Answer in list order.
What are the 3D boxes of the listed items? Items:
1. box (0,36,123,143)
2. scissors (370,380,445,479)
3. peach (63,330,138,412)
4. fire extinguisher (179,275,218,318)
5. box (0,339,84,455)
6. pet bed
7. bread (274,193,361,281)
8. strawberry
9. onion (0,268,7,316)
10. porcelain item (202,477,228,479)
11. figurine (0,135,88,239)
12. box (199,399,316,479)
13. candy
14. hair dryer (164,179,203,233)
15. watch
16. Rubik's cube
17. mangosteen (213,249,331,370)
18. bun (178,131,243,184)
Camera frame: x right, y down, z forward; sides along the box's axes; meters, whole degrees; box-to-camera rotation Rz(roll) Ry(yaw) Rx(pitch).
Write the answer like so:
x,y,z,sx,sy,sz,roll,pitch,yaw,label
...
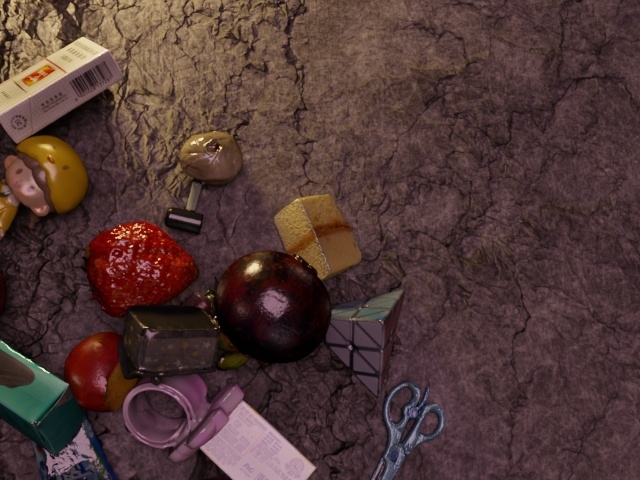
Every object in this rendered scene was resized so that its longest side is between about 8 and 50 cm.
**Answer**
x,y,z,sx,sy,sz,roll,pitch,yaw,label
-0.715,-0.406,1.840,0.330,0.210,0.095,-38,131,-16,box
0.199,0.566,1.861,0.180,0.032,0.393,33,73,-1,scissors
-0.526,0.324,1.696,0.190,0.190,0.192,-32,48,-16,peach
-0.353,0.214,1.807,0.105,0.105,0.269,45,73,3,fire extinguisher
-0.715,0.344,1.610,0.311,0.205,0.118,28,58,15,box
-0.357,0.255,1.641,0.211,0.183,0.159,4,104,-33,pet bed
0.000,0.000,1.968,0.178,0.135,0.240,-13,76,-48,bread
-0.446,0.074,1.741,0.276,0.257,0.257,0,76,0,strawberry
-0.884,0.132,1.698,0.248,0.161,0.248,2,71,-6,onion
-0.271,0.692,1.624,0.253,0.253,0.253,3,76,-10,porcelain item
-0.775,-0.133,1.779,0.343,0.187,0.215,-27,92,-10,figurine
-0.161,0.551,1.763,0.265,0.097,0.168,41,73,1,box
-0.627,0.510,1.697,0.187,0.077,0.331,-20,77,-17,candy
-0.360,-0.117,1.923,0.100,0.057,0.198,16,65,-7,hair dryer
-0.354,0.408,1.687,0.217,0.211,0.248,42,114,-6,watch
0.127,0.246,1.872,0.233,0.229,0.228,30,113,-38,Rubik's cube
-0.139,0.198,1.755,0.306,0.306,0.359,33,83,-1,mangosteen
-0.300,-0.237,1.914,0.173,0.113,0.167,-29,78,-29,bun
